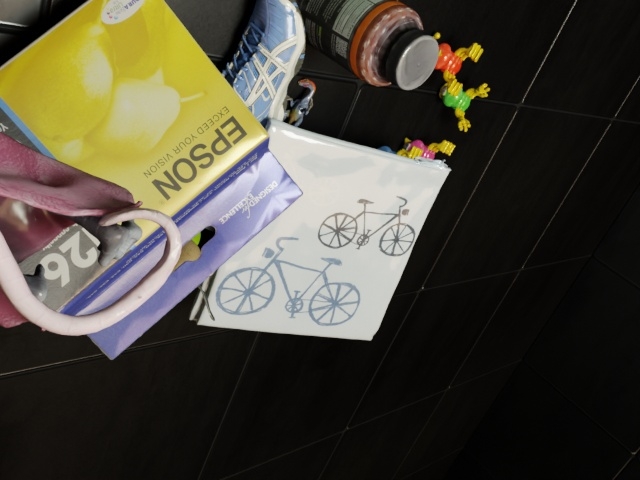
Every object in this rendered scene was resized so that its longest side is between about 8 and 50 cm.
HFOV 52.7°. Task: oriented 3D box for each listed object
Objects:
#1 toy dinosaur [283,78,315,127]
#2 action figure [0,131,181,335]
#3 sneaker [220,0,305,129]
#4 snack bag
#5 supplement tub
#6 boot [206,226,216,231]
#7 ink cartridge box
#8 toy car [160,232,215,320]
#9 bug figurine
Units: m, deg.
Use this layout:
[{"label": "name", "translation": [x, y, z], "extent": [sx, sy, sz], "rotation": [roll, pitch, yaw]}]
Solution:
[{"label": "toy dinosaur", "translation": [-0.037, -0.196, 0.953], "extent": [0.082, 0.047, 0.090], "rotation": [-51, 180, -9]}, {"label": "action figure", "translation": [-0.332, -0.065, 0.486], "extent": [0.248, 0.276, 0.370], "rotation": [-48, 129, -14]}, {"label": "sneaker", "translation": [-0.079, -0.221, 0.827], "extent": [0.081, 0.080, 0.211], "rotation": [-20, 136, -39]}, {"label": "snack bag", "translation": [0.000, 0.000, 0.972], "extent": [0.323, 0.037, 0.342], "rotation": [10, 115, -27]}, {"label": "supplement tub", "translation": [0.058, -0.265, 0.825], "extent": [0.106, 0.198, 0.106], "rotation": [-29, 143, -25]}, {"label": "boot", "translation": [-0.162, -0.058, 0.909], "extent": [0.190, 0.069, 0.086], "rotation": [13, 110, -53]}, {"label": "ink cartridge box", "translation": [-0.214, -0.071, 0.695], "extent": [0.303, 0.072, 0.307], "rotation": [-42, 104, -9]}, {"label": "toy car", "translation": [-0.212, 0.039, 0.848], "extent": [0.149, 0.188, 0.155], "rotation": [-50, 146, 4]}, {"label": "bug figurine", "translation": [0.190, -0.212, 1.133], "extent": [0.216, 0.072, 0.279], "rotation": [13, 110, -59]}]
